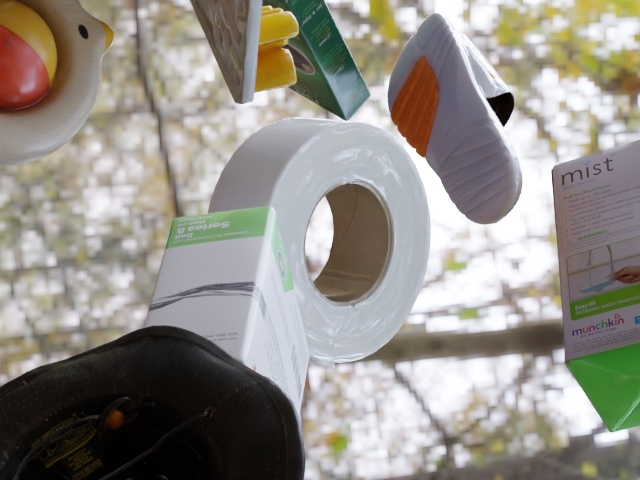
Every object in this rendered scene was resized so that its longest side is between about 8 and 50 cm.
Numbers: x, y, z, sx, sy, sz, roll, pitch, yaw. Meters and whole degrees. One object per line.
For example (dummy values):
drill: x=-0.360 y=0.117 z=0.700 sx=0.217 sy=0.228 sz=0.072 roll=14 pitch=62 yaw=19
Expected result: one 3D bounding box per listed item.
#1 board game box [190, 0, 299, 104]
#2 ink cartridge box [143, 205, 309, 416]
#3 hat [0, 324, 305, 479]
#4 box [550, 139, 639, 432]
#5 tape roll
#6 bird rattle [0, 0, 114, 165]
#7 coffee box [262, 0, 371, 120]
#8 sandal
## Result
board game box: x=-0.086 y=-0.363 z=1.346 sx=0.390 sy=0.050 sz=0.390 roll=98 pitch=-26 yaw=-52
ink cartridge box: x=-0.093 y=0.124 z=1.856 sx=0.273 sy=0.115 sz=0.198 roll=-80 pitch=162 yaw=-57
hat: x=-0.145 y=0.220 z=1.392 sx=0.331 sy=0.331 sz=0.134 roll=49 pitch=-15 yaw=51
box: x=0.347 y=0.015 z=1.652 sx=0.127 sy=0.262 sz=0.231 roll=55 pitch=26 yaw=-43
tape roll: x=0.000 y=0.000 z=2.197 sx=0.100 sy=0.286 sz=0.286 roll=8 pitch=-78 yaw=44
bird rattle: x=-0.240 y=-0.138 z=1.248 sx=0.143 sy=0.207 sz=0.253 roll=-42 pitch=-160 yaw=41
coffee box: x=-0.028 y=-0.197 z=1.754 sx=0.113 sy=0.040 sz=0.184 roll=31 pitch=-17 yaw=36
sandal: x=0.136 y=-0.098 z=1.699 sx=0.102 sy=0.076 sz=0.265 roll=-52 pitch=-142 yaw=27
